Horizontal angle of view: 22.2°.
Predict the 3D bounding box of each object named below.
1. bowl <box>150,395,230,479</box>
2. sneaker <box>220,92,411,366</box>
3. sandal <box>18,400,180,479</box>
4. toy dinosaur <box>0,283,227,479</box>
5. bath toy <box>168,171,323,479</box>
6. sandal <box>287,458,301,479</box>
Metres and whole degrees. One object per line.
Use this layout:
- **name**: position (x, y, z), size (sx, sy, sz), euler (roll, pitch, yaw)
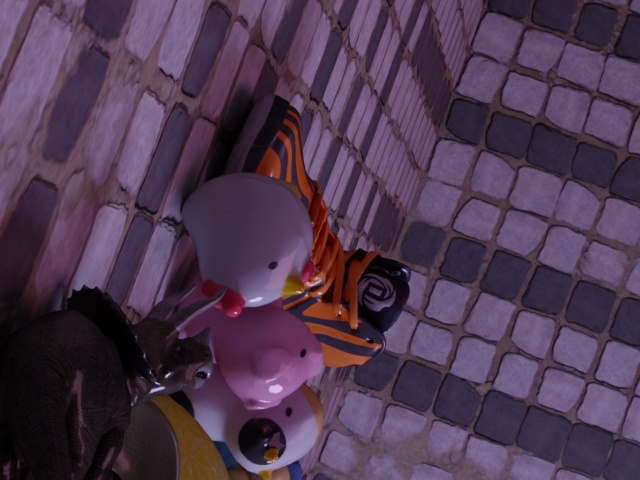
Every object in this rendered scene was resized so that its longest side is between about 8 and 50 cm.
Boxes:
- **bowl**: position (-0.137, 0.265, 1.291), size (0.289, 0.156, 0.289), euler (20, 90, -81)
- **sneaker**: position (0.000, 0.000, 1.459), size (0.321, 0.180, 0.124), euler (97, 15, -58)
- **sandal**: position (-0.167, 0.234, 1.086), size (0.086, 0.120, 0.302), euler (-18, -145, 44)
- **toy dinosaur**: position (-0.163, 0.102, 0.987), size (0.313, 0.121, 0.160), euler (-1, 98, -77)
- **bath toy**: position (-0.065, 0.100, 1.374), size (0.129, 0.151, 0.348), euler (-79, 179, -45)
- **sandal**: position (-0.062, 0.267, 1.583), size (0.138, 0.126, 0.317), euler (57, 17, -33)
